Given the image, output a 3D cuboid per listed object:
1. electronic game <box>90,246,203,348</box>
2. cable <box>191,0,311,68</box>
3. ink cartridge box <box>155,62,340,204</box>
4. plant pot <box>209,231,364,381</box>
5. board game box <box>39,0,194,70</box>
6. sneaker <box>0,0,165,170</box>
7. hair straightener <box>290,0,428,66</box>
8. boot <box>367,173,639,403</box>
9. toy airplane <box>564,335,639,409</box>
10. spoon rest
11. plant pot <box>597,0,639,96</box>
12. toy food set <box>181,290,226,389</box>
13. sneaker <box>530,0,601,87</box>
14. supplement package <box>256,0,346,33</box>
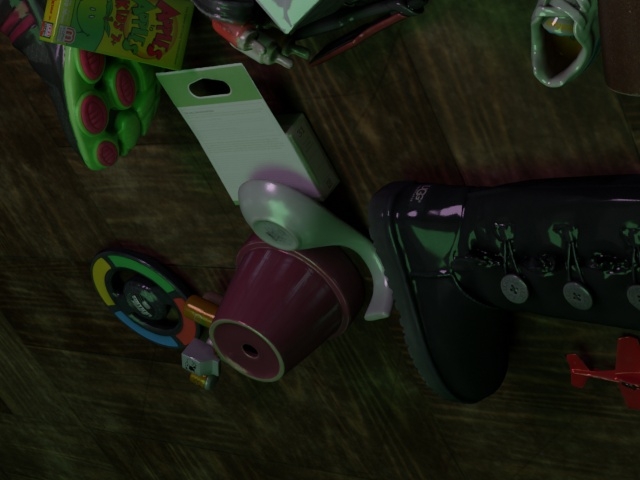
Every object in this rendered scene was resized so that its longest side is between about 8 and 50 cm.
[{"bbox_3d":[-0.300,0.101,2.197,0.229,0.048,0.229,23,142,19],"label":"electronic game"},{"bbox_3d":[-0.150,-0.283,1.535,0.287,0.139,0.072,26,104,27],"label":"cable"},{"bbox_3d":[-0.098,-0.152,1.728,0.171,0.056,0.235,0,130,41],"label":"ink cartridge box"},{"bbox_3d":[-0.062,0.101,1.878,0.201,0.180,0.201,23,141,20],"label":"plant pot"},{"bbox_3d":[-0.253,-0.277,1.601,0.181,0.092,0.043,8,-172,-36],"label":"board game box"},{"bbox_3d":[-0.355,-0.321,1.681,0.202,0.185,0.482,9,127,44],"label":"sneaker"},{"bbox_3d":[0.039,-0.271,1.479,0.089,0.047,0.230,52,148,-17],"label":"hair straightener"},{"bbox_3d":[0.312,0.077,1.579,0.445,0.146,0.367,-1,132,36],"label":"boot"},{"bbox_3d":[0.391,0.178,1.705,0.151,0.028,0.151,23,144,18],"label":"toy airplane"},{"bbox_3d":[0.000,0.000,1.771,0.276,0.084,0.137,41,151,-22],"label":"spoon rest"},{"bbox_3d":[0.330,-0.273,1.119,0.215,0.215,0.230,-1,116,41],"label":"plant pot"},{"bbox_3d":[-0.153,0.167,2.088,0.104,0.111,0.232,25,140,18],"label":"toy food set"},{"bbox_3d":[0.261,-0.254,1.272,0.087,0.092,0.228,23,141,22],"label":"sneaker"},{"bbox_3d":[-0.027,-0.375,1.245,0.204,0.145,0.262,-41,90,28],"label":"supplement package"}]
